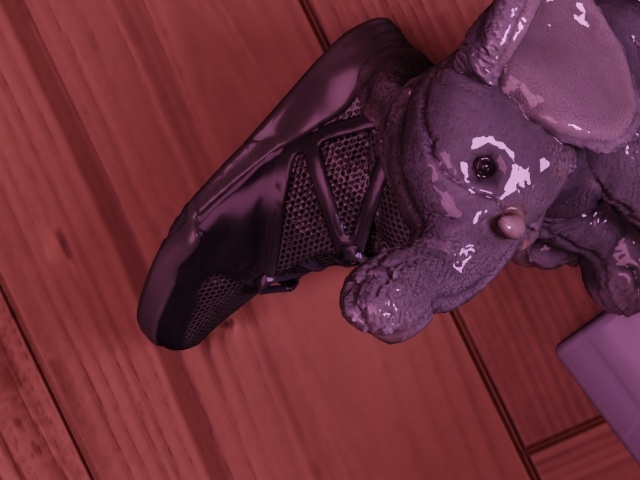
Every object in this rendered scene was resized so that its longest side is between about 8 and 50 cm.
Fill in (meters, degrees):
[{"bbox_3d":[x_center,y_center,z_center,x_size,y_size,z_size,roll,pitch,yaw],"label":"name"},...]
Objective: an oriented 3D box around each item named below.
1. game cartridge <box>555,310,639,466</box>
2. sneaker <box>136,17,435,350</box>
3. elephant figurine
[{"bbox_3d":[0.297,0.050,1.034,0.297,0.062,0.198,-38,81,18],"label":"game cartridge"},{"bbox_3d":[0.000,0.000,1.098,0.227,0.087,0.130,-46,76,11],"label":"sneaker"},{"bbox_3d":[0.094,-0.054,0.963,0.186,0.239,0.169,48,117,43],"label":"elephant figurine"}]
